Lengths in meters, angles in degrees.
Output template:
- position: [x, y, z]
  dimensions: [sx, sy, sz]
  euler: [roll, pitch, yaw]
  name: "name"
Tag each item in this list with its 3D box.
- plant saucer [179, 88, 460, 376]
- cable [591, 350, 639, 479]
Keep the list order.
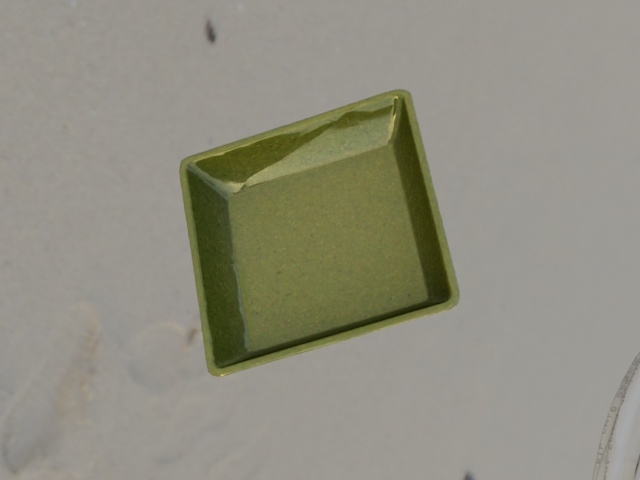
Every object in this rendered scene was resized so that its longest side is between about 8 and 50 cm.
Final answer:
- position: [0.000, 0.000, 1.044]
  dimensions: [0.045, 0.188, 0.188]
  euler: [54, 22, -58]
  name: "plant saucer"
- position: [0.238, 0.117, 0.572]
  dimensions: [0.089, 0.257, 0.257]
  euler: [53, 43, -56]
  name: "cable"
